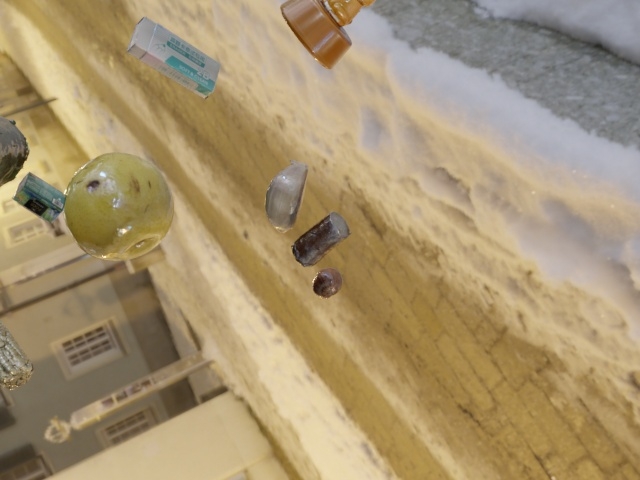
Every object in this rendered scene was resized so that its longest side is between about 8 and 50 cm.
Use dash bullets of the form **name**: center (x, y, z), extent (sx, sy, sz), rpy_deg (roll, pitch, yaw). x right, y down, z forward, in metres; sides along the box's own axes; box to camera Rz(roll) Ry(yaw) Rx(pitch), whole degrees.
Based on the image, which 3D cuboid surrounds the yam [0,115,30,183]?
- **yam**: center (-0.780, -0.190, 1.553), extent (0.300, 0.195, 0.195), rpy_deg (-105, -5, -80)

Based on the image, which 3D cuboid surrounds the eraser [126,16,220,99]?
- **eraser**: center (-0.357, -0.447, 1.743), extent (0.052, 0.225, 0.095), rpy_deg (-22, 50, 47)

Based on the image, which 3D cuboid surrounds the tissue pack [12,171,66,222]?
- **tissue pack**: center (-0.713, -0.102, 1.786), extent (0.111, 0.079, 0.085), rpy_deg (37, -161, -29)

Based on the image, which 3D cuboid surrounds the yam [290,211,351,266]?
- **yam**: center (-0.001, 0.001, 1.638), extent (0.141, 0.079, 0.079), rpy_deg (-39, 70, 28)

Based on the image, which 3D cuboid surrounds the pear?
- **pear**: center (-0.623, -0.102, 2.190), extent (0.348, 0.348, 0.348), rpy_deg (55, 159, 32)

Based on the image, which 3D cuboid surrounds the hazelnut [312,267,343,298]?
- **hazelnut**: center (0.021, 0.114, 1.858), extent (0.086, 0.086, 0.086), rpy_deg (55, 159, 32)

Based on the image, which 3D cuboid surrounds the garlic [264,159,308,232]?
- **garlic**: center (-0.077, -0.086, 1.721), extent (0.091, 0.128, 0.198), rpy_deg (17, 123, 17)

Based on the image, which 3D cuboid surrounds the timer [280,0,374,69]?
- **timer**: center (0.032, -0.376, 1.149), extent (0.132, 0.152, 0.132), rpy_deg (47, -162, -20)

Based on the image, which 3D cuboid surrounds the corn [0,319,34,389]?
- **corn**: center (-0.726, 0.247, 1.613), extent (0.211, 0.087, 0.087), rpy_deg (48, 156, 30)
